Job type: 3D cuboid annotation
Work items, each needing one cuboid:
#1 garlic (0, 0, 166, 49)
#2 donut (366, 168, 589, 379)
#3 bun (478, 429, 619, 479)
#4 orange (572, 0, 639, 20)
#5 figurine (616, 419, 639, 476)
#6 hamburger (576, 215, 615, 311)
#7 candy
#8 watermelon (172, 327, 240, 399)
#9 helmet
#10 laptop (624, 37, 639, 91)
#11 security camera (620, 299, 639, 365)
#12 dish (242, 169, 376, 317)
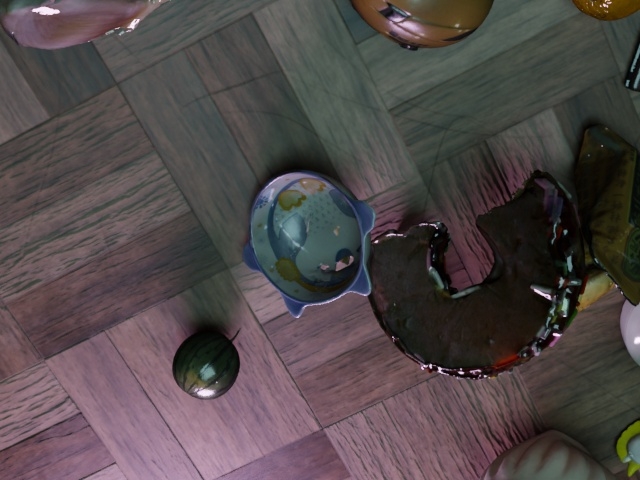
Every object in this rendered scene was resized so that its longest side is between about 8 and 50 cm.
[{"bbox_3d":[-0.298,-0.336,1.410,0.237,0.292,0.210,21,107,30],"label":"garlic"},{"bbox_3d":[0.237,0.065,1.563,0.345,0.136,0.259,-24,78,32],"label":"donut"},{"bbox_3d":[0.394,0.406,1.810,0.263,0.175,0.263,15,144,11],"label":"bun"},{"bbox_3d":[0.405,-0.375,1.500,0.117,0.135,0.136,-40,114,-24],"label":"orange"},{"bbox_3d":[0.587,0.339,1.835,0.129,0.109,0.178,39,107,10],"label":"figurine"},{"bbox_3d":[0.403,0.047,1.666,0.207,0.155,0.135,-16,122,-7],"label":"hamburger"},{"bbox_3d":[0.428,-0.035,1.571,0.101,0.271,0.143,-26,126,36],"label":"candy"},{"bbox_3d":[-0.170,0.186,1.703,0.105,0.105,0.133,44,82,-19],"label":"watermelon"},{"bbox_3d":[0.145,-0.350,1.488,0.224,0.130,0.198,20,113,-13],"label":"helmet"},{"bbox_3d":[0.548,-0.306,1.592,0.153,0.026,0.207,10,112,-10],"label":"laptop"},{"bbox_3d":[0.584,0.167,1.676,0.194,0.236,0.195,-1,114,-2],"label":"security camera"},{"bbox_3d":[0.000,0.000,1.624,0.236,0.086,0.228,8,107,33],"label":"dish"}]
